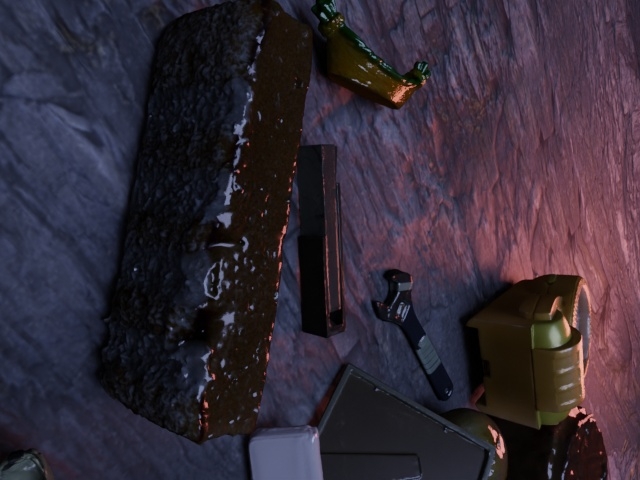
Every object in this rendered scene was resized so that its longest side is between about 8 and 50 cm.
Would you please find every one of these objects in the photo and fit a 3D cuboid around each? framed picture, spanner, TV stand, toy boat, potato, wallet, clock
[{"bbox_3d":[0.111,0.315,0.816,0.260,0.023,0.189,29,61,2],"label":"framed picture"},{"bbox_3d":[0.168,0.179,0.993,0.087,0.024,0.316,-49,127,-29],"label":"spanner"},{"bbox_3d":[0.000,0.000,0.784,0.040,0.049,0.257,-11,101,-46],"label":"TV stand"},{"bbox_3d":[0.070,-0.249,0.802,0.229,0.089,0.088,15,97,-42],"label":"toy boat"},{"bbox_3d":[0.239,0.393,0.994,0.177,0.160,0.235,-9,114,-20],"label":"potato"},{"bbox_3d":[-0.041,0.332,0.751,0.033,0.095,0.190,-75,162,-79],"label":"wallet"},{"bbox_3d":[0.447,0.195,1.164,0.317,0.200,0.244,-31,119,-49],"label":"clock"}]

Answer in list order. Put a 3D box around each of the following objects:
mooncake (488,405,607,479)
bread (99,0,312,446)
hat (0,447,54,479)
[{"bbox_3d":[0.467,0.488,1.208,0.324,0.187,0.324,-3,94,-47],"label":"mooncake"},{"bbox_3d":[-0.115,-0.028,0.584,0.113,0.165,0.417,13,84,-51],"label":"bread"},{"bbox_3d":[-0.265,0.271,0.487,0.081,0.122,0.166,40,37,-56],"label":"hat"}]
